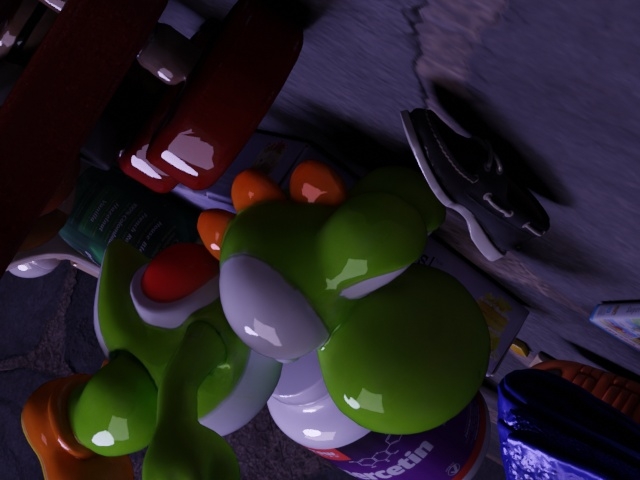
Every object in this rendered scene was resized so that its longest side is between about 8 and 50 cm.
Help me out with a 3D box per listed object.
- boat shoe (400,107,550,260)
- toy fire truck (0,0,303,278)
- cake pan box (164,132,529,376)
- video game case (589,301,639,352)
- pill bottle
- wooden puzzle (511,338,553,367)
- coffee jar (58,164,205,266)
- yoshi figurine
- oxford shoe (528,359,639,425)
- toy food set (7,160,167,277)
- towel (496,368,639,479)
[{"bbox_3d":[0.079,-0.031,0.688,0.125,0.038,0.046,47,-155,-45],"label":"boat shoe"},{"bbox_3d":[-0.158,-0.043,0.721,0.169,0.254,0.302,33,172,-13],"label":"toy fire truck"},{"bbox_3d":[0.000,0.000,1.095,0.246,0.070,0.267,38,170,-27],"label":"cake pan box"},{"bbox_3d":[0.239,0.072,0.813,0.119,0.015,0.166,31,172,-6],"label":"video game case"},{"bbox_3d":[0.057,0.185,1.616,0.181,0.181,0.323,24,170,43],"label":"pill bottle"},{"bbox_3d":[0.219,0.125,1.235,0.116,0.014,0.078,29,172,15],"label":"wooden puzzle"},{"bbox_3d":[-0.121,0.012,1.106,0.184,0.079,0.096,29,173,31],"label":"coffee jar"},{"bbox_3d":[-0.029,0.090,0.918,0.203,0.203,0.362,21,141,-34],"label":"yoshi figurine"},{"bbox_3d":[0.308,0.218,1.085,0.364,0.130,0.133,35,-174,13],"label":"oxford shoe"},{"bbox_3d":[-0.216,-0.012,1.310,0.306,0.092,0.219,36,-152,-52],"label":"toy food set"},{"bbox_3d":[0.222,0.249,0.968,0.228,0.076,0.308,26,143,36],"label":"towel"}]
